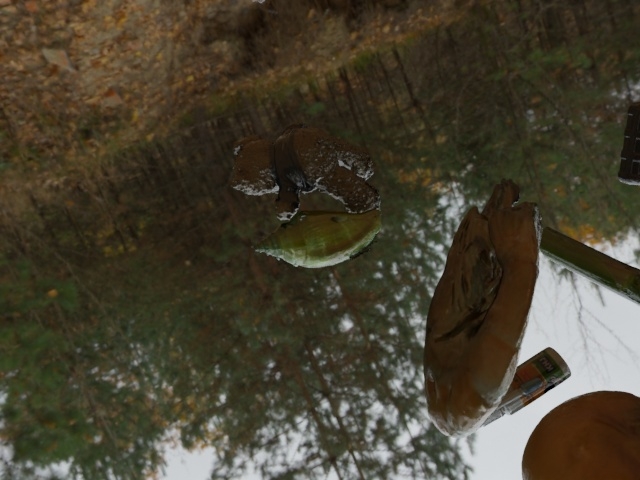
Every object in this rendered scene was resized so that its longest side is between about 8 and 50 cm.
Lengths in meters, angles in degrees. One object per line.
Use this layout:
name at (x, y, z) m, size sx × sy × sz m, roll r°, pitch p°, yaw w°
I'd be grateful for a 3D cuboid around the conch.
conch at (-0.002, -0.003, 0.869) m, size 0.201 × 0.094 × 0.079 m, roll -7°, pitch 149°, yaw 4°

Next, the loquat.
loquat at (0.545, 0.447, 1.058) m, size 0.329 × 0.328 × 0.328 m, roll -21°, pitch -171°, yaw 4°

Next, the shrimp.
shrimp at (0.136, 0.032, 0.463) m, size 0.145 × 0.059 × 0.254 m, roll 111°, pitch 3°, yaw -71°

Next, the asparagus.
asparagus at (0.505, 0.059, 0.987) m, size 0.278 × 0.060 × 0.067 m, roll 33°, pitch -169°, yaw 35°

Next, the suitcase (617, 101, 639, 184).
suitcase at (0.870, -0.259, 1.422) m, size 0.286 × 0.206 × 0.066 m, roll -15°, pitch -156°, yaw -25°

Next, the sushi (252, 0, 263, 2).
sushi at (-0.190, -0.653, 1.292) m, size 0.108 × 0.241 × 0.161 m, roll -4°, pitch 132°, yaw -40°

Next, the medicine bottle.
medicine bottle at (0.315, 0.261, 0.956) m, size 0.221 × 0.061 × 0.092 m, roll -33°, pitch 161°, yaw 1°

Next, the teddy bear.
teddy bear at (-0.023, -0.127, 0.936) m, size 0.252 × 0.129 × 0.181 m, roll 4°, pitch -129°, yaw -1°
